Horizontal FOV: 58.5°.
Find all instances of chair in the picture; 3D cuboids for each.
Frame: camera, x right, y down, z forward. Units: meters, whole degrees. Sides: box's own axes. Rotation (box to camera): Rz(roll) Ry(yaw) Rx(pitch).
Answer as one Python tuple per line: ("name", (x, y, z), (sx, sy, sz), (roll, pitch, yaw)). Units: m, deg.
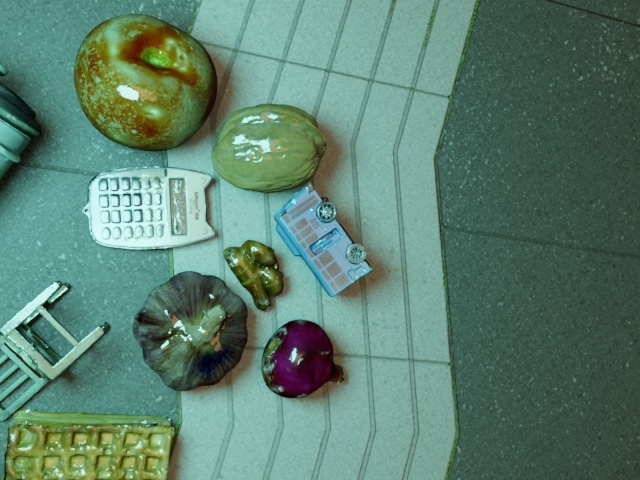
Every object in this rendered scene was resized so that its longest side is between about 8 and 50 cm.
("chair", (-0.550, 0.213, 1.080), (0.270, 0.147, 0.136), (-43, 99, -16))

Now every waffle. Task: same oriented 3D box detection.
("waffle", (-0.456, 0.449, 1.119), (0.308, 0.091, 0.213), (8, 83, -17))

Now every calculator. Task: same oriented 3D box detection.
("calculator", (-0.362, -0.068, 1.209), (0.268, 0.040, 0.177), (-1, 86, -16))

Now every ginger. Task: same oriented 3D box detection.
("ginger", (-0.134, 0.066, 1.252), (0.103, 0.073, 0.162), (-31, 101, -2))

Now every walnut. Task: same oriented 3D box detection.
("walnut", (-0.108, -0.197, 1.214), (0.244, 0.198, 0.198), (-4, 87, 1))

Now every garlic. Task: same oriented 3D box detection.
("garlic", (-0.258, 0.184, 1.158), (0.244, 0.160, 0.245), (1, 87, -16))

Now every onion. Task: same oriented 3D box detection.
("onion", (-0.021, 0.267, 1.235), (0.198, 0.135, 0.173), (21, 83, -16))

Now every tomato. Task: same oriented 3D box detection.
("tomato", (-0.347, -0.300, 1.138), (0.270, 0.222, 0.270), (15, 58, -25))

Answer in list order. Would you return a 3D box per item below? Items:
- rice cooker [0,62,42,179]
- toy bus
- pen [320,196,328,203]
("rice cooker", (-0.664, -0.202, 1.015), (0.316, 0.264, 0.317), (-4, 71, 12))
("toy bus", (0.000, 0.000, 1.252), (0.133, 0.116, 0.234), (-36, 90, -2))
("pen", (0.017, 0.001, 1.323), (0.025, 0.025, 0.204), (-4, 87, -16))
